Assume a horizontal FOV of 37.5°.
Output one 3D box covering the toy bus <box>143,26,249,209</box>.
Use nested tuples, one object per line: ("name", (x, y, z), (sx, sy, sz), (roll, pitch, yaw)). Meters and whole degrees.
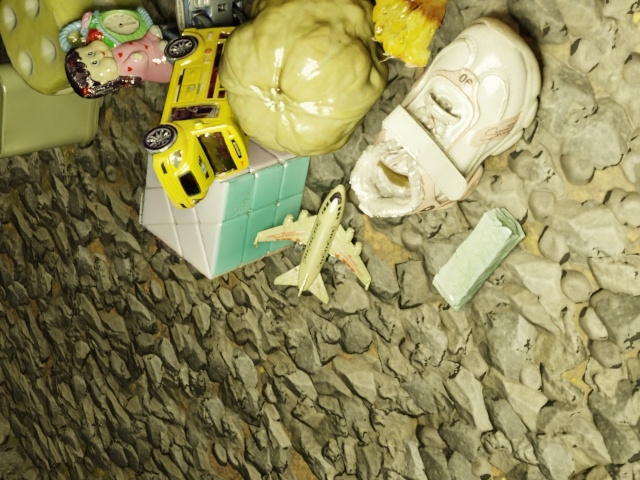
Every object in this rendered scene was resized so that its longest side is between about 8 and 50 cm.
("toy bus", (-0.195, -0.217, 1.623), (0.151, 0.331, 0.145), (-4, 143, 12))

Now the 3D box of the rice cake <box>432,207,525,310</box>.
("rice cake", (0.254, 0.027, 1.529), (0.069, 0.063, 0.206), (52, 135, 25))

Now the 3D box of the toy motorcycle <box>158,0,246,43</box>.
("toy motorcycle", (-0.234, -0.487, 1.767), (0.213, 0.125, 0.358), (30, 129, 39))

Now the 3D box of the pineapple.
("pineapple", (0.136, -0.377, 1.433), (0.135, 0.080, 0.233), (28, 102, 64))

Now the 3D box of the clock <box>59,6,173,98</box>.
("clock", (-0.405, -0.362, 1.822), (0.194, 0.196, 0.100), (56, 152, 26))

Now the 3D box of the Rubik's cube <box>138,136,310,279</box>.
("Rubik's cube", (-0.185, -0.097, 1.805), (0.221, 0.225, 0.231), (35, 129, 31))

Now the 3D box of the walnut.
("walnut", (-0.025, -0.284, 1.526), (0.253, 0.277, 0.282), (-8, 129, 24))

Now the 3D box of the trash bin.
("trash bin", (-0.643, -0.313, 2.167), (0.121, 0.247, 0.243), (38, 131, 31))

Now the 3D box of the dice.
("dice", (-0.523, -0.452, 2.003), (0.238, 0.227, 0.233), (-20, 93, 46))

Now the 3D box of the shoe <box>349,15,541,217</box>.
("shoe", (0.185, -0.163, 1.420), (0.172, 0.198, 0.351), (42, 133, 22))

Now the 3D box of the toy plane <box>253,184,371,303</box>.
("toy plane", (0.000, 0.000, 1.743), (0.229, 0.092, 0.244), (22, 113, 1))
